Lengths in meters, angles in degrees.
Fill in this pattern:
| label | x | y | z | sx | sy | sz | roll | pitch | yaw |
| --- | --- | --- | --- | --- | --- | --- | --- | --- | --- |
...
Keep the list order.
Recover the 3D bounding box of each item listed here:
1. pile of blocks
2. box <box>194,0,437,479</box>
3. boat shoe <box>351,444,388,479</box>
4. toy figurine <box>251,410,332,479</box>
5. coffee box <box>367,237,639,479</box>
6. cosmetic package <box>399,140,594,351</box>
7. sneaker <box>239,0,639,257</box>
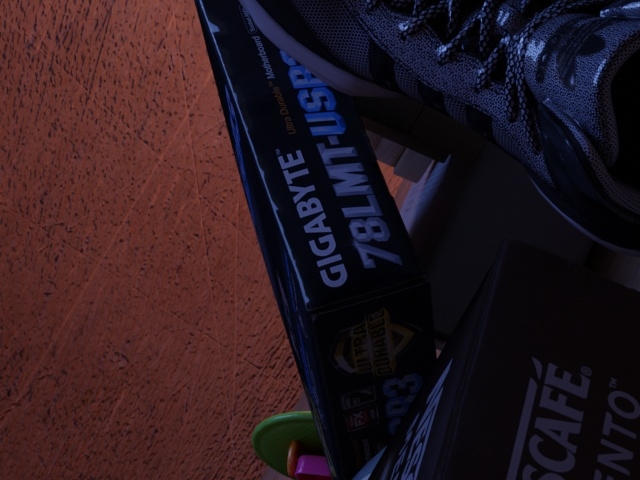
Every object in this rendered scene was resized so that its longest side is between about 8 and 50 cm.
| label | x | y | z | sx | sy | sz | roll | pitch | yaw |
| --- | --- | --- | --- | --- | --- | --- | --- | --- | --- |
| pile of blocks | 0.060 | -0.132 | 1.098 | 0.362 | 0.113 | 0.149 | 178 | 116 | -86 |
| box | 0.000 | 0.000 | 1.016 | 0.295 | 0.073 | 0.293 | 79 | 172 | -55 |
| boat shoe | 0.060 | 0.122 | 0.729 | 0.319 | 0.116 | 0.099 | 107 | -179 | -58 |
| toy figurine | -0.002 | 0.246 | 1.333 | 0.173 | 0.130 | 0.159 | 77 | -159 | -55 |
| coffee box | 0.041 | 0.168 | 0.548 | 0.168 | 0.119 | 0.297 | -66 | 1 | -47 |
| cosmetic package | 0.134 | -0.058 | 1.189 | 0.284 | 0.097 | 0.377 | -64 | 2 | -3 |
| sneaker | 0.076 | -0.084 | 0.667 | 0.101 | 0.268 | 0.153 | -58 | 7 | -2 |
